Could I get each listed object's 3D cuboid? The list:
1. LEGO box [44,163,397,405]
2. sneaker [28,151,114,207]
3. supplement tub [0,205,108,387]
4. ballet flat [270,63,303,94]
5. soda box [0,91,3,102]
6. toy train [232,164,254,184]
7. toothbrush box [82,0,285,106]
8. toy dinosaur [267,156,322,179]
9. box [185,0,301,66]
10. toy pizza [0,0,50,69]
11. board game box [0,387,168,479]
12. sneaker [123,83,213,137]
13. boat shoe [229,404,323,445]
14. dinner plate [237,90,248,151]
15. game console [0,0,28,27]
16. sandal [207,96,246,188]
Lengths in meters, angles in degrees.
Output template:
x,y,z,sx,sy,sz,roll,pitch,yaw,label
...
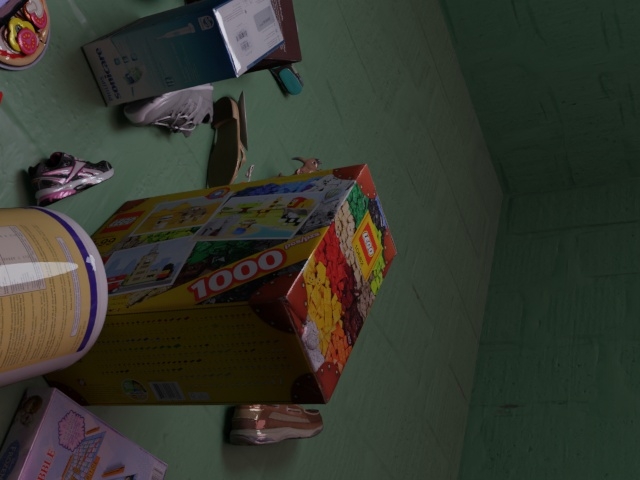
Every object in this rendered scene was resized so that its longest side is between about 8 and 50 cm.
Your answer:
x,y,z,sx,sy,sz,roll,pitch,yaw,label
-0.174,0.075,1.308,0.193,0.500,0.372,69,30,-27,LEGO box
-0.420,-0.118,1.352,0.077,0.072,0.178,67,24,-9,sneaker
-0.465,0.080,1.023,0.331,0.241,0.241,-9,92,-63,supplement tub
-0.104,-0.460,2.073,0.188,0.070,0.070,61,34,-40,ballet flat
-0.562,-0.214,1.073,0.263,0.083,0.092,37,53,-56,soda box
-0.176,-0.093,1.778,0.125,0.046,0.166,-62,179,35,toy train
-0.251,-0.364,1.489,0.216,0.295,0.126,-55,133,-54,toothbrush box
-0.101,-0.064,1.919,0.296,0.127,0.200,-38,110,-43,toy dinosaur
-0.170,-0.475,1.814,0.203,0.167,0.168,-20,101,-63,box
-0.504,-0.375,1.283,0.201,0.032,0.201,23,63,-59,toy pizza
-0.397,0.444,1.262,0.318,0.066,0.318,55,39,-44,board game box
-0.283,-0.260,1.608,0.281,0.105,0.115,-40,119,-59,sneaker
-0.090,0.395,1.824,0.324,0.123,0.116,17,67,-63,boat shoe
-0.180,-0.276,1.856,0.141,0.017,0.141,175,-90,-86,dinner plate
-0.458,-0.452,1.125,0.293,0.173,0.250,-54,131,-20,game console
-0.194,-0.201,1.791,0.079,0.088,0.240,26,56,-52,sandal
